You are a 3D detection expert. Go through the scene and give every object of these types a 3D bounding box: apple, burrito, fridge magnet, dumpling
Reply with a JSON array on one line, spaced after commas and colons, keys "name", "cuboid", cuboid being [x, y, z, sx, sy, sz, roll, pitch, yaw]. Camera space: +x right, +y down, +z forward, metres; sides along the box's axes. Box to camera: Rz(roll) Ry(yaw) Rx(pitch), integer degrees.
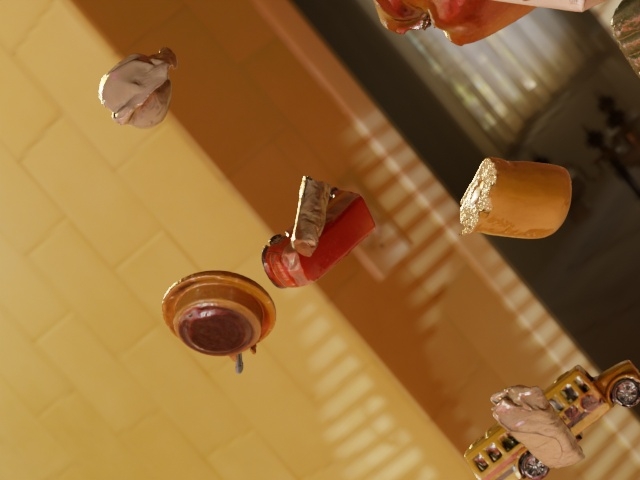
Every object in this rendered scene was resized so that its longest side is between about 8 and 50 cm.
[{"name": "apple", "cuboid": [0.252, -0.482, 2.208, 0.365, 0.295, 0.329, -51, -175, -24]}, {"name": "burrito", "cuboid": [-0.011, -0.041, 1.784, 0.055, 0.041, 0.149, 92, 6, -47]}, {"name": "fridge magnet", "cuboid": [-0.126, 0.093, 1.649, 0.143, 0.143, 0.063, -37, -146, 34]}, {"name": "burrito", "cuboid": [0.336, 0.290, 2.021, 0.082, 0.275, 0.059, -15, -123, 20]}, {"name": "dumpling", "cuboid": [-0.263, -0.230, 1.964, 0.127, 0.108, 0.188, -56, -171, 10]}]

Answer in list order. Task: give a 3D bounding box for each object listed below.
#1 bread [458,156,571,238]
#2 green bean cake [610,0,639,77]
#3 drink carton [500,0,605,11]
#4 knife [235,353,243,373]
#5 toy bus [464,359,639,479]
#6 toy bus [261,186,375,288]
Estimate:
[{"name": "bread", "cuboid": [0.306, -0.057, 2.062, 0.085, 0.173, 0.134, -108, -150, -43]}, {"name": "green bean cake", "cuboid": [0.530, -0.318, 2.027, 0.094, 0.181, 0.173, -22, -160, 44]}, {"name": "drink carton", "cuboid": [0.257, -0.438, 1.858, 0.325, 0.194, 0.132, 14, -155, 32]}, {"name": "knife", "cuboid": [-0.133, 0.177, 2.162, 0.010, 0.096, 0.027, 15, -146, 26]}, {"name": "toy bus", "cuboid": [0.412, 0.317, 2.334, 0.335, 0.123, 0.121, -40, 171, 9]}, {"name": "toy bus", "cuboid": [0.000, 0.000, 1.872, 0.077, 0.079, 0.174, 4, -143, 49]}]
